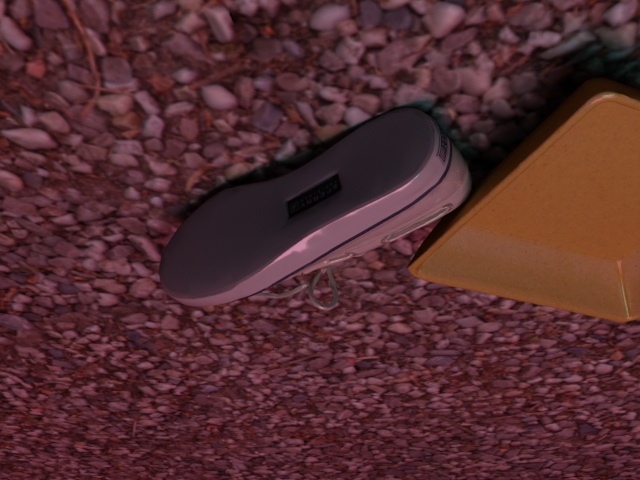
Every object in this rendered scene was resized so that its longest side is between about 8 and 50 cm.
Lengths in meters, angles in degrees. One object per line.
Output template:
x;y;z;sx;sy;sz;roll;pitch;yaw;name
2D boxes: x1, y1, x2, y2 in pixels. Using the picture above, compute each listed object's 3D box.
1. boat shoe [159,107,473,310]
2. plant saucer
0.000;-0.008;0.894;0.367;0.136;0.156;-28;142;23;boat shoe
0.306;-0.039;0.858;0.332;0.081;0.333;12;146;-22;plant saucer
